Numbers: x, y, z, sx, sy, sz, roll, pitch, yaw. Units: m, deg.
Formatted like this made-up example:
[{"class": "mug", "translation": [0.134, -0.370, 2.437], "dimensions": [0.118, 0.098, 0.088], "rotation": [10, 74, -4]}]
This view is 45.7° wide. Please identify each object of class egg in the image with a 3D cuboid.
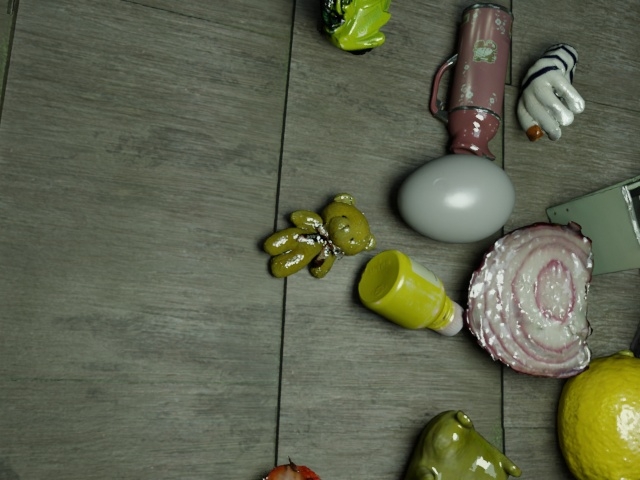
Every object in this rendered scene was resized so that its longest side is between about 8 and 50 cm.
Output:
[{"class": "egg", "translation": [0.259, -0.079, 1.470], "dimensions": [0.232, 0.176, 0.176], "rotation": [-8, 85, -15]}]

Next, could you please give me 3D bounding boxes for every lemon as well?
[{"class": "lemon", "translation": [0.596, 0.376, 1.507], "dimensions": [0.245, 0.245, 0.320], "rotation": [11, 78, -21]}]

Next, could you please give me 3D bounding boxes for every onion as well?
[{"class": "onion", "translation": [0.406, 0.109, 1.531], "dimensions": [0.280, 0.146, 0.314], "rotation": [10, 86, -13]}]

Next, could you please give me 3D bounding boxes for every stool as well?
[{"class": "stool", "translation": [0.659, -0.047, 1.568], "dimensions": [0.243, 0.269, 0.170], "rotation": [-20, 88, -16]}]

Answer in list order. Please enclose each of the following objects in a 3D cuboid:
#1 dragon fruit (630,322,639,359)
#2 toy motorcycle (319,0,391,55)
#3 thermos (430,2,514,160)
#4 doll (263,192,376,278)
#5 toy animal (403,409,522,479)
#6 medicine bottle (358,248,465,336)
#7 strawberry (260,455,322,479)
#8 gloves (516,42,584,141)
[{"class": "dragon fruit", "translation": [0.783, 0.187, 1.570], "dimensions": [0.204, 0.283, 0.221], "rotation": [22, 91, 16]}, {"class": "toy motorcycle", "translation": [0.095, -0.491, 1.467], "dimensions": [0.142, 0.206, 0.342], "rotation": [22, 61, 14]}, {"class": "thermos", "translation": [0.312, -0.317, 1.562], "dimensions": [0.136, 0.109, 0.330], "rotation": [14, 77, -21]}, {"class": "doll", "translation": [0.000, 0.000, 1.396], "dimensions": [0.209, 0.097, 0.137], "rotation": [-27, 99, -18]}, {"class": "toy animal", "translation": [0.195, 0.479, 1.362], "dimensions": [0.181, 0.180, 0.363], "rotation": [42, 71, -17]}, {"class": "medicine bottle", "translation": [0.183, 0.112, 1.442], "dimensions": [0.212, 0.122, 0.122], "rotation": [31, 71, -32]}, {"class": "strawberry", "translation": [-0.020, 0.546, 1.279], "dimensions": [0.253, 0.280, 0.150], "rotation": [-50, 147, 5]}, {"class": "gloves", "translation": [0.480, -0.309, 1.621], "dimensions": [0.131, 0.140, 0.219], "rotation": [40, 65, -9]}]
